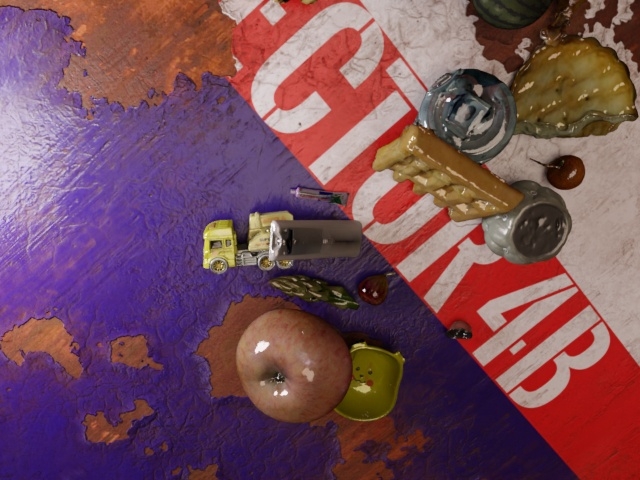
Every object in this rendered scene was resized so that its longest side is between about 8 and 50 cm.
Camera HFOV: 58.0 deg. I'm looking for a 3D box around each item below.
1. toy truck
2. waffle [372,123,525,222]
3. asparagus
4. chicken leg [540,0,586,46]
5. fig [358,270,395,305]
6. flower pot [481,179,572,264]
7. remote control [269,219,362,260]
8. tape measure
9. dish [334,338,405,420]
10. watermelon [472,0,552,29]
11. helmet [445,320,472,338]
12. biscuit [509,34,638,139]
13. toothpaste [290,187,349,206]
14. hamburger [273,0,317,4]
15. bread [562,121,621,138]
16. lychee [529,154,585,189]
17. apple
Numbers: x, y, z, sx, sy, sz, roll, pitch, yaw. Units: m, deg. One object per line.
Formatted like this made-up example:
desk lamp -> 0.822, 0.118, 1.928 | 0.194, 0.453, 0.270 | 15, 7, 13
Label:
toy truck -> -0.194, -0.003, 1.617 | 0.272, 0.124, 0.157 | -4, 107, -5
waffle -> 0.325, -0.167, 1.535 | 0.348, 0.304, 0.077 | 30, 81, -11
asparagus -> -0.016, 0.147, 1.707 | 0.287, 0.080, 0.080 | 12, 105, -18
chicken leg -> 0.663, -0.638, 1.538 | 0.087, 0.107, 0.251 | 13, 104, -48
fig -> 0.172, 0.131, 1.730 | 0.089, 0.089, 0.125 | 45, 71, -16
flower pot -> 0.584, -0.050, 1.654 | 0.246, 0.195, 0.246 | -1, 105, -5
remote control -> 0.000, 0.000, 1.603 | 0.313, 0.055, 0.109 | -2, 100, -39
tape measure -> 0.387, -0.319, 1.547 | 0.256, 0.147, 0.275 | 34, 99, 7
dish -> 0.134, 0.416, 1.785 | 0.221, 0.108, 0.262 | 17, 105, -10
watermelon -> 0.486, -0.643, 1.464 | 0.212, 0.212, 0.212 | -2, 106, -6
helmet -> 0.434, 0.276, 1.809 | 0.084, 0.049, 0.065 | 0, 144, 19
biscuit -> 0.679, -0.383, 1.559 | 0.335, 0.078, 0.329 | 37, 99, 24
toothpaste -> -0.002, -0.128, 1.653 | 0.170, 0.028, 0.045 | 8, 112, -12
hamburger -> -0.079, -0.683, 1.324 | 0.162, 0.209, 0.330 | -10, 136, -5
bread -> 0.757, -0.356, 1.643 | 0.232, 0.088, 0.128 | -6, 104, -7
lychee -> 0.700, -0.196, 1.672 | 0.140, 0.114, 0.101 | -3, 89, -30
apple -> -0.083, 0.350, 1.622 | 0.345, 0.269, 0.345 | -2, 81, 12
